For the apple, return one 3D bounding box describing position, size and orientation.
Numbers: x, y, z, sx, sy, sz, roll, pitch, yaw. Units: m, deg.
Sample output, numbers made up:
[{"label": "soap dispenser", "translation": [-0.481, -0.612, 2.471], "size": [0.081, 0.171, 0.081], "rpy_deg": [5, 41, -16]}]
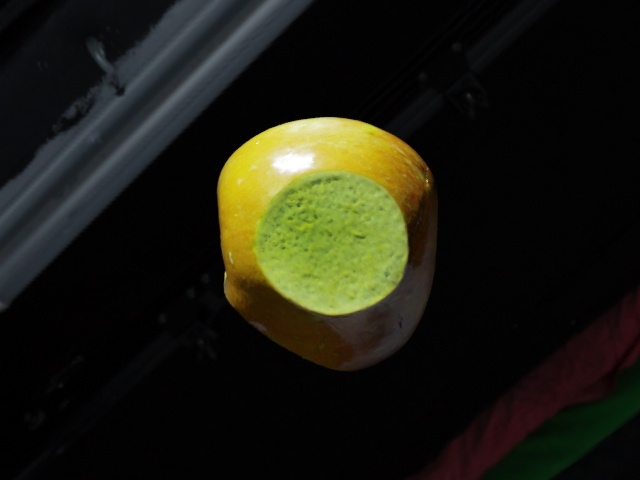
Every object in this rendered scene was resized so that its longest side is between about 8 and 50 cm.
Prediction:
[{"label": "apple", "translation": [0.000, -0.001, 0.588], "size": [0.147, 0.146, 0.163], "rpy_deg": [8, -89, -2]}]
